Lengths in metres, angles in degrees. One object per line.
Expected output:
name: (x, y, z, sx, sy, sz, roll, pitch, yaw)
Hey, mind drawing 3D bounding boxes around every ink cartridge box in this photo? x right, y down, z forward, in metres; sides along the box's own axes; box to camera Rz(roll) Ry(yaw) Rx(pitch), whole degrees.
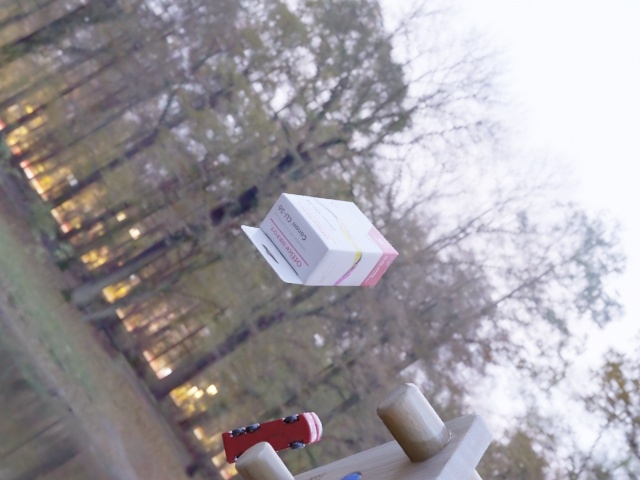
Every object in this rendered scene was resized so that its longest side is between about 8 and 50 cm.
ink cartridge box: (0.000, 0.000, 1.286, 0.198, 0.067, 0.115, 3, 39, -51)

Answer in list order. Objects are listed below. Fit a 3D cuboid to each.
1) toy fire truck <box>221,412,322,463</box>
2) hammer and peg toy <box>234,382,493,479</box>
toy fire truck: (-0.075, 0.291, 1.400, 0.135, 0.192, 0.047, 14, 60, -67)
hammer and peg toy: (-0.047, 0.255, 0.753, 0.361, 0.266, 0.127, -31, -83, 42)
